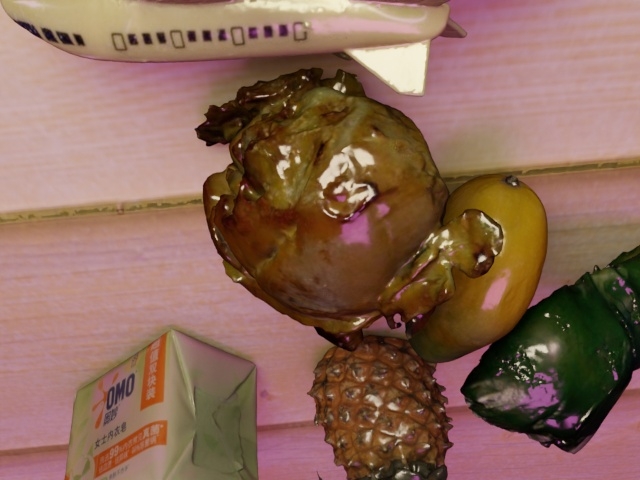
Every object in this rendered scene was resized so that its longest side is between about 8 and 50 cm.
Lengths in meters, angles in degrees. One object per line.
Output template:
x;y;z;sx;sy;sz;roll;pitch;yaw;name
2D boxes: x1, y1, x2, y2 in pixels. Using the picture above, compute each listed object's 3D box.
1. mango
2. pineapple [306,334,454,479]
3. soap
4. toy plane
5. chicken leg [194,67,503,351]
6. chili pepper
0.125;0.027;0.662;0.091;0.137;0.237;18;162;-2;mango
0.078;0.270;0.787;0.166;0.364;0.165;-5;137;-4;pineapple
-0.174;0.227;0.839;0.199;0.182;0.138;-34;133;32;soap
-0.048;-0.133;0.414;0.256;0.104;0.242;14;-173;6;toy plane
-0.013;-0.006;0.576;0.140;0.211;0.361;-35;176;-15;chicken leg
0.249;0.099;0.704;0.265;0.116;0.148;-22;151;-37;chili pepper
